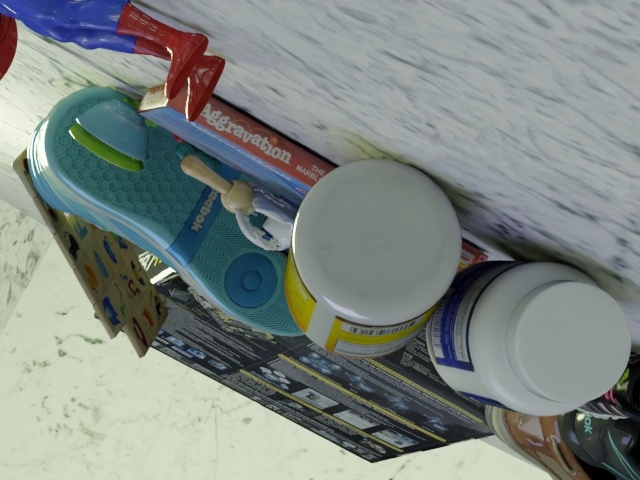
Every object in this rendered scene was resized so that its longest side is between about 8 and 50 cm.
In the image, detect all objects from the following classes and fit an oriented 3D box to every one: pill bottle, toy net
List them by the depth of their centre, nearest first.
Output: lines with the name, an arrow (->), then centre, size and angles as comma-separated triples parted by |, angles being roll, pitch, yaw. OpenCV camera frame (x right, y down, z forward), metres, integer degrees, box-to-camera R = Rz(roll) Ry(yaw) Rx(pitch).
pill bottle -> 0.153, 0.070, 1.427 | 0.112, 0.112, 0.187 | 29, 174, -11
pill bottle -> 0.034, 0.020, 1.428 | 0.117, 0.117, 0.215 | 28, 168, 3
toy net -> -0.095, -0.048, 1.646 | 0.232, 0.045, 0.122 | 34, -172, 13

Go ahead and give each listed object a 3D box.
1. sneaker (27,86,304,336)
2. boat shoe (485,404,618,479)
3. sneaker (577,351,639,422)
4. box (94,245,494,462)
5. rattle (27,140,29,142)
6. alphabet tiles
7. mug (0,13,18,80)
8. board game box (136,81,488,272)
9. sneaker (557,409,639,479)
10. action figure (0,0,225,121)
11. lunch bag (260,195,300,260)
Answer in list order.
sneaker -> -0.137, -0.030, 1.840 | 0.319, 0.127, 0.208 | 40, 168, -17
boat shoe -> 0.308, 0.230, 2.030 | 0.324, 0.123, 0.116 | 30, 172, -34
sneaker -> 0.254, 0.117, 1.609 | 0.170, 0.063, 0.075 | 17, 169, 36
box -> -0.016, 0.109, 2.165 | 0.395, 0.097, 0.318 | 30, 158, -17
rattle -> -0.233, -0.078, 2.281 | 0.200, 0.143, 0.130 | 44, 139, -7
alphabet tiles -> -0.221, -0.005, 1.964 | 0.237, 0.009, 0.198 | 62, -165, -14
mug -> -0.302, -0.167, 1.494 | 0.150, 0.113, 0.169 | 27, 177, 29
board game box -> -0.009, -0.046, 1.576 | 0.281, 0.027, 0.145 | 30, 175, -14
sneaker -> 0.347, 0.228, 1.925 | 0.267, 0.101, 0.106 | 31, 171, -30
action figure -> -0.221, -0.133, 1.323 | 0.280, 0.139, 0.091 | 29, 173, 15
lunch bag -> 0.000, 0.000, 1.730 | 0.098, 0.065, 0.067 | 25, 173, 32
